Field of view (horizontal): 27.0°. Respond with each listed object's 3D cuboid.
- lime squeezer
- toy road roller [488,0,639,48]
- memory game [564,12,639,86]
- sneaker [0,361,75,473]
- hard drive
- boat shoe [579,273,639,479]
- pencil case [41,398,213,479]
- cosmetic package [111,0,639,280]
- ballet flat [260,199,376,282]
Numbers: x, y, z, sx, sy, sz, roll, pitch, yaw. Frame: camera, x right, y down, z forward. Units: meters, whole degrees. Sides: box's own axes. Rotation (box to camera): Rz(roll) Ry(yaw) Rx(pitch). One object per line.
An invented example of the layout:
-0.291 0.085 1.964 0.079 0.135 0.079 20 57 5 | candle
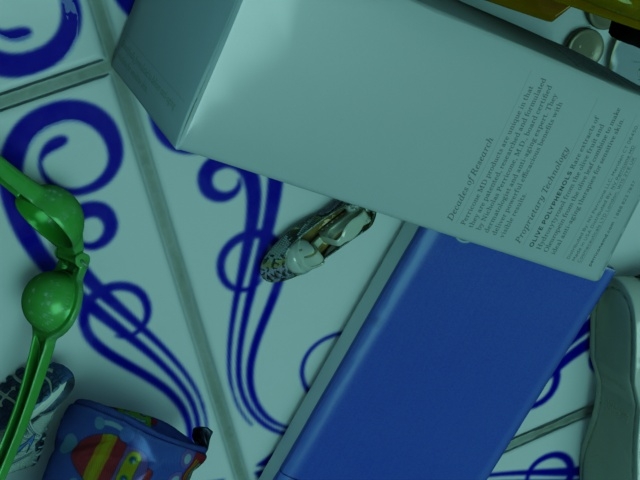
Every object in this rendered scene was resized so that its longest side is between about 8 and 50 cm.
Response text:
-0.218 0.029 0.996 0.110 0.059 0.310 -37 130 -53 | lime squeezer
0.182 -0.242 0.891 0.329 0.240 0.202 20 107 8 | toy road roller
0.293 -0.161 1.174 0.186 0.012 0.186 -9 117 -18 | memory game
-0.243 0.152 1.077 0.135 0.052 0.058 -42 133 8 | sneaker
0.106 0.123 1.212 0.210 0.040 0.318 22 104 -30 | hard drive
0.316 0.182 1.290 0.097 0.116 0.324 -7 111 -17 | boat shoe
-0.194 0.275 1.064 0.119 0.133 0.306 21 82 -2 | pencil case
0.055 -0.114 0.987 0.365 0.197 0.155 16 107 -27 | cosmetic package
0.000 0.000 1.109 0.114 0.041 0.041 -37 122 -3 | ballet flat
